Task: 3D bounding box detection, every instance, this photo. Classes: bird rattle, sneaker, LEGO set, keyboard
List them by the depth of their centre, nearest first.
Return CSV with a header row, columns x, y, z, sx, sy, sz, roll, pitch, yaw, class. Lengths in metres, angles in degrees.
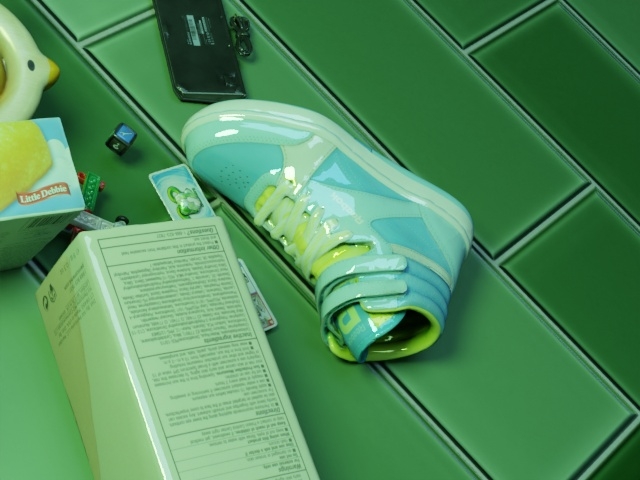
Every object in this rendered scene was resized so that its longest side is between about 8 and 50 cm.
x,y,z,sx,sy,sz,roll,pitch,yaw,class
-0.341,-0.163,1.334,0.207,0.143,0.253,41,47,-4,bird rattle
-0.172,0.010,1.442,0.182,0.060,0.244,-21,77,-43,LEGO set
0.000,0.000,1.479,0.319,0.127,0.208,24,46,-12,sneaker
-0.123,-0.220,1.655,0.108,0.023,0.180,-1,57,-23,keyboard

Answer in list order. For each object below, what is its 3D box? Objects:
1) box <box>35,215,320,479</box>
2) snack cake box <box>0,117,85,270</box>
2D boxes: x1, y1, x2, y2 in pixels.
x,y,z,sx,sy,sz,roll,pitch,yaw,class
-0.113,0.147,1.277,0.148,0.121,0.311,-6,65,-35,box
-0.349,-0.023,1.269,0.264,0.152,0.089,-9,76,-36,snack cake box
